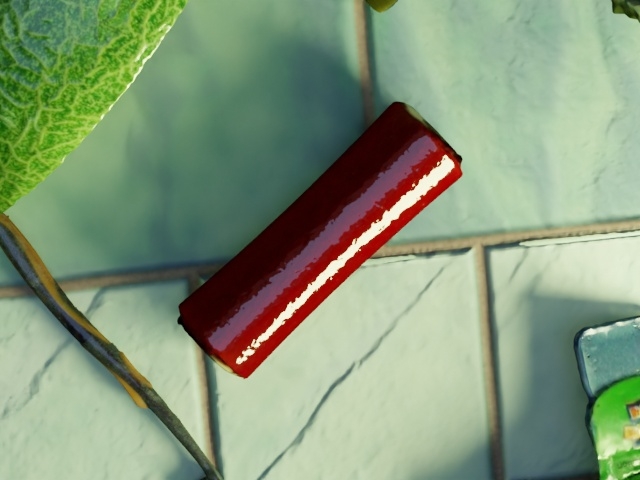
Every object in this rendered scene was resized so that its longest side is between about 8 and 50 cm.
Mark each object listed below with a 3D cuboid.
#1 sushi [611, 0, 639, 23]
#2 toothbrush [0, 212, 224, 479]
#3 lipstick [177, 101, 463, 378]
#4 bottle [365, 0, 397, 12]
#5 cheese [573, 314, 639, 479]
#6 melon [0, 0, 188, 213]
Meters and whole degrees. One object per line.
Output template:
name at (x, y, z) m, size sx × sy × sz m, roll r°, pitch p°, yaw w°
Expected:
sushi at (0.241, -0.297, 1.262) m, size 0.178 × 0.294 × 0.352 m, roll -41°, pitch 98°, yaw -4°
toothbrush at (-0.157, 0.099, 1.405) m, size 0.031 × 0.023 × 0.321 m, roll -36°, pitch 99°, yaw -3°
lipstick at (0.000, 0.000, 1.381) m, size 0.241 × 0.080 × 0.080 m, roll -44°, pitch 99°, yaw 1°
bottle at (-0.027, -0.296, 1.339) m, size 0.082 × 0.082 × 0.286 m, roll -44°, pitch 99°, yaw 1°
cheese at (0.265, 0.218, 1.420) m, size 0.204 × 0.083 × 0.320 m, roll -10°, pitch 88°, yaw -31°
melon at (-0.220, -0.141, 1.319) m, size 0.196 × 0.124 × 0.323 m, roll 28°, pitch 92°, yaw -1°
